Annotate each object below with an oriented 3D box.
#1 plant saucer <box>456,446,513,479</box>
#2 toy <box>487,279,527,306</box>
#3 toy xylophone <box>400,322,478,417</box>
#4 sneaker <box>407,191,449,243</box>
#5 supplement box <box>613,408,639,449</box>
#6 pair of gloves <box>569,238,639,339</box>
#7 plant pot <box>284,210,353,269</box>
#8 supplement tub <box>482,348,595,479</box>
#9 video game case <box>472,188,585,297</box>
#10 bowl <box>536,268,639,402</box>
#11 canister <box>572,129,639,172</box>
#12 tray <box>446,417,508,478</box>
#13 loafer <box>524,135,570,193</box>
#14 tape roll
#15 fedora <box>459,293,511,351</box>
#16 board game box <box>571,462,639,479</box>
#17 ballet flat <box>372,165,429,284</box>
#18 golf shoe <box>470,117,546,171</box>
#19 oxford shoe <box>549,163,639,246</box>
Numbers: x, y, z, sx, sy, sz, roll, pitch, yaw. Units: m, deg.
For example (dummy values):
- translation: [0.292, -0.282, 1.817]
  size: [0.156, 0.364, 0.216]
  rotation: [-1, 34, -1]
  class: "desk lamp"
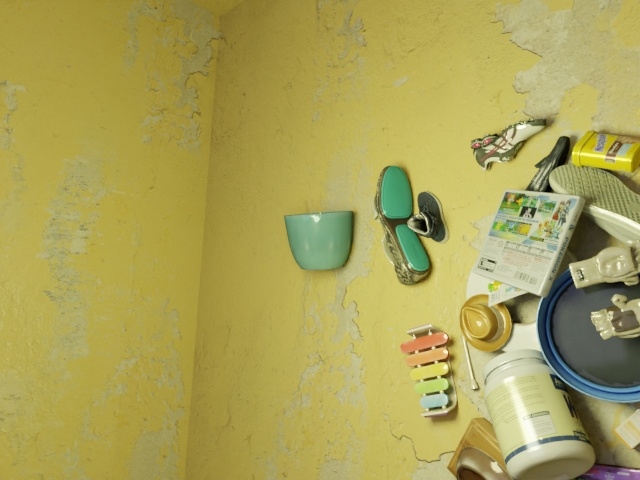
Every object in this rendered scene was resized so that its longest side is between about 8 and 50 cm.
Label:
- translation: [0.491, 0.751, 1.604]
  size: [0.311, 0.050, 0.311]
  rotation: [49, 153, 36]
  class: "plant saucer"
- translation: [0.626, 0.121, 1.719]
  size: [0.237, 0.056, 0.137]
  rotation: [-30, 37, 48]
  class: "toy"
- translation: [0.415, 0.446, 1.954]
  size: [0.236, 0.081, 0.323]
  rotation: [-33, 58, 36]
  class: "toy xylophone"
- translation: [0.382, -0.104, 2.064]
  size: [0.086, 0.163, 0.226]
  rotation: [-41, 53, 34]
  class: "sneaker"
- translation: [0.860, 0.512, 1.511]
  size: [0.098, 0.036, 0.062]
  rotation: [-54, 48, 22]
  class: "supplement box"
- translation: [0.807, 0.136, 1.485]
  size: [0.204, 0.042, 0.240]
  rotation: [-29, 68, 28]
  class: "pair of gloves"
- translation: [0.000, 0.000, 2.356]
  size: [0.293, 0.293, 0.235]
  rotation: [-1, 95, 46]
  class: "plant pot"
- translation: [0.608, 0.503, 1.595]
  size: [0.235, 0.235, 0.325]
  rotation: [-42, 37, 31]
  class: "supplement tub"
- translation: [0.623, -0.005, 1.701]
  size: [0.300, 0.036, 0.329]
  rotation: [-68, 21, 1]
  class: "video game case"
- translation: [0.807, 0.243, 1.539]
  size: [0.390, 0.077, 0.392]
  rotation: [-4, 82, 30]
  class: "bowl"
- translation: [0.857, -0.263, 1.647]
  size: [0.169, 0.073, 0.126]
  rotation: [20, 54, 44]
  class: "canister"
- translation: [0.578, 0.751, 1.679]
  size: [0.411, 0.076, 0.203]
  rotation: [40, 113, 50]
  class: "tray"
- translation: [0.730, -0.236, 1.796]
  size: [0.078, 0.076, 0.223]
  rotation: [33, 108, 37]
  class: "loafer"
- translation: [0.655, 0.170, 1.781]
  size: [0.392, 0.072, 0.392]
  rotation: [-14, 70, 43]
  class: "tape roll"
- translation: [0.514, 0.263, 1.795]
  size: [0.194, 0.079, 0.195]
  rotation: [-14, 70, 44]
  class: "fedora"
- translation: [0.826, 0.718, 1.492]
  size: [0.346, 0.056, 0.208]
  rotation: [-12, 76, 44]
  class: "board game box"
- translation: [0.288, -0.051, 2.169]
  size: [0.182, 0.163, 0.483]
  rotation: [-47, 50, 54]
  class: "ballet flat"
- translation: [0.652, -0.333, 1.903]
  size: [0.272, 0.105, 0.120]
  rotation: [-21, 84, 46]
  class: "golf shoe"
- translation: [0.845, -0.084, 1.605]
  size: [0.169, 0.130, 0.449]
  rotation: [-33, 46, -13]
  class: "oxford shoe"
